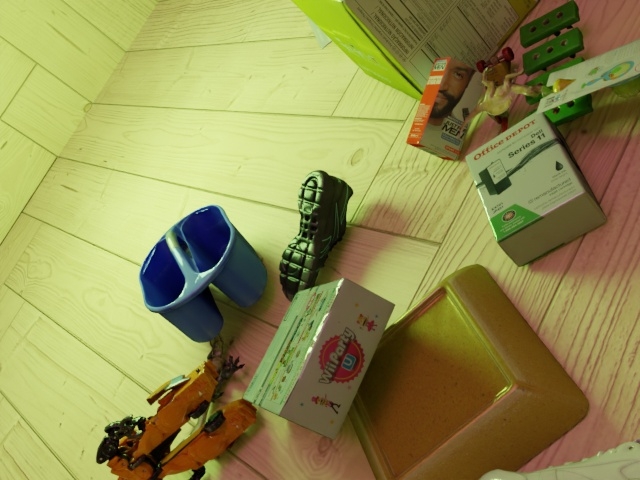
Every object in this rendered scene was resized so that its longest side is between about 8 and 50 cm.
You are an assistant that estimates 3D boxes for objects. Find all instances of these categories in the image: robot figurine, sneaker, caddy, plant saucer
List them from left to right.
[{"bbox_3d":[-0.269,0.365,1.366,0.291,0.211,0.085,-40,16,10],"label":"robot figurine"},{"bbox_3d":[-0.264,0.054,1.561,0.241,0.179,0.341,-40,29,0],"label":"caddy"},{"bbox_3d":[0.000,0.000,1.451,0.101,0.106,0.267,21,97,46],"label":"sneaker"},{"bbox_3d":[0.171,0.219,1.104,0.333,0.081,0.333,-42,38,12],"label":"plant saucer"},{"bbox_3d":[0.334,0.305,0.864,0.305,0.114,0.152,0,47,41],"label":"sneaker"}]

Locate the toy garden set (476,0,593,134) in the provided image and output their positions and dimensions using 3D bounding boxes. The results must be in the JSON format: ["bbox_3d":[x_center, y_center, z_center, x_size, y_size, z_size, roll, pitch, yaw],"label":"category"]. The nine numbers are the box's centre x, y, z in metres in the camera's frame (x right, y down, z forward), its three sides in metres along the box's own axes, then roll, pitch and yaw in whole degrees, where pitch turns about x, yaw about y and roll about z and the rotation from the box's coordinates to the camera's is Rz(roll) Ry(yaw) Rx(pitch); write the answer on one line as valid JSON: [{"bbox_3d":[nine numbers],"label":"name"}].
[{"bbox_3d":[0.380,-0.280,1.311,0.204,0.049,0.244,-22,51,39],"label":"toy garden set"}]

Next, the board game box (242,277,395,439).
[{"bbox_3d":[-0.013,0.188,1.203,0.224,0.097,0.303,-64,10,-13],"label":"board game box"}]

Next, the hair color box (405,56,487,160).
[{"bbox_3d":[0.233,-0.242,1.359,0.053,0.093,0.167,20,91,64],"label":"hair color box"}]

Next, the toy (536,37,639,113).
[{"bbox_3d":[0.459,-0.252,1.126,0.237,0.056,0.137,-14,30,37],"label":"toy"}]

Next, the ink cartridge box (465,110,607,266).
[{"bbox_3d":[0.335,-0.086,1.169,0.153,0.087,0.208,-33,40,23],"label":"ink cartridge box"}]

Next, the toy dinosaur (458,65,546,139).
[{"bbox_3d":[0.304,-0.254,1.296,0.183,0.053,0.093,-24,52,38],"label":"toy dinosaur"}]

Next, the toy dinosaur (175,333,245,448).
[{"bbox_3d":[-0.215,0.286,1.464,0.118,0.064,0.268,-32,36,51],"label":"toy dinosaur"}]

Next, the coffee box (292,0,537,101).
[{"bbox_3d":[0.170,-0.521,1.483,0.334,0.338,0.337,-51,37,3],"label":"coffee box"}]

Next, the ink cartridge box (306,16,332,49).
[{"bbox_3d":[0.088,-0.616,1.868,0.261,0.066,0.296,-38,39,18],"label":"ink cartridge box"}]
